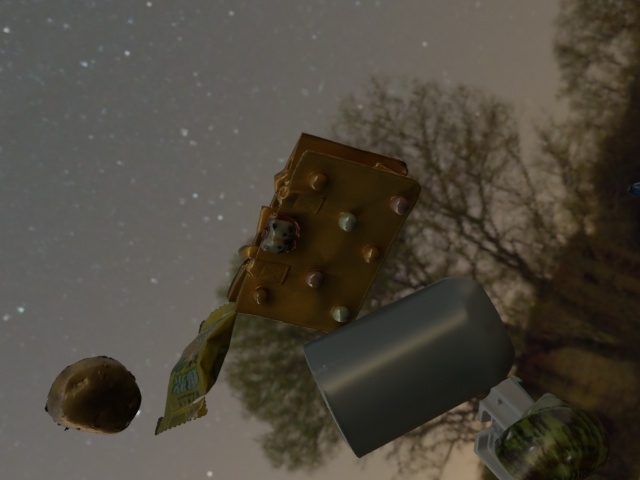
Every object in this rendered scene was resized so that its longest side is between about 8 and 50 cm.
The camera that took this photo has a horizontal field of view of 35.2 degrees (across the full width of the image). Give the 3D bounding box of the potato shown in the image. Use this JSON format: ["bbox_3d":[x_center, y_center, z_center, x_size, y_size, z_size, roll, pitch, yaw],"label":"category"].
[{"bbox_3d":[-0.416,0.308,1.899,0.200,0.081,0.164,30,-89,-50],"label":"potato"}]

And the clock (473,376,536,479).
[{"bbox_3d":[0.481,0.505,2.456,0.116,0.231,0.262,-16,-51,-19],"label":"clock"}]

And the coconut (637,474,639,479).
[{"bbox_3d":[0.539,0.343,1.335,0.244,0.239,0.239,-25,-46,-58],"label":"coconut"}]

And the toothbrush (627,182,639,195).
[{"bbox_3d":[0.690,-0.086,1.665,0.035,0.413,0.042,114,149,-55],"label":"toothbrush"}]

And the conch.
[{"bbox_3d":[0.357,0.307,1.554,0.181,0.187,0.124,-137,65,-74],"label":"conch"}]

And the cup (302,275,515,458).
[{"bbox_3d":[0.149,0.199,1.650,0.312,0.205,0.205,-26,-21,1],"label":"cup"}]

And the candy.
[{"bbox_3d":[-0.253,0.258,2.114,0.187,0.081,0.297,-33,32,45],"label":"candy"}]

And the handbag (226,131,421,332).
[{"bbox_3d":[0.000,0.000,1.998,0.401,0.283,0.133,-63,27,26],"label":"handbag"}]
